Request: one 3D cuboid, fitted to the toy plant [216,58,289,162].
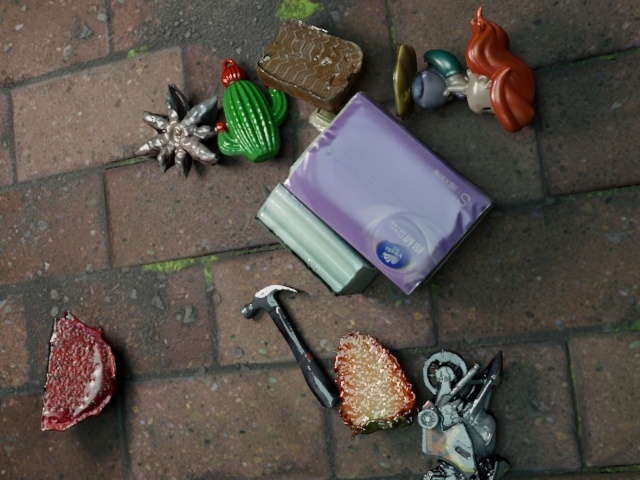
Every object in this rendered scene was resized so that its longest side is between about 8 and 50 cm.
[{"bbox_3d":[-0.144,-0.281,1.796,0.154,0.088,0.241,2,72,6],"label":"toy plant"}]

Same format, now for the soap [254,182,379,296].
[{"bbox_3d":[0.000,0.000,1.678,0.261,0.150,0.094,43,105,19],"label":"soap"}]

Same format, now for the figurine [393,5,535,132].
[{"bbox_3d":[0.278,-0.314,1.584,0.257,0.181,0.208,4,58,15],"label":"figurine"}]

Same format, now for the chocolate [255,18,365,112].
[{"bbox_3d":[-0.014,-0.354,1.733,0.214,0.093,0.148,29,81,20],"label":"chocolate"}]

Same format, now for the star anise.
[{"bbox_3d":[-0.301,-0.234,1.848,0.236,0.093,0.229,45,103,20],"label":"star anise"}]

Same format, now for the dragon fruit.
[{"bbox_3d":[-0.550,0.291,1.886,0.189,0.162,0.262,-5,80,50],"label":"dragon fruit"}]

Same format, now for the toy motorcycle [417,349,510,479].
[{"bbox_3d":[0.269,0.357,1.573,0.173,0.108,0.307,2,86,13],"label":"toy motorcycle"}]

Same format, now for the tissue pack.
[{"bbox_3d":[0.128,-0.092,1.605,0.338,0.160,0.242,41,100,9],"label":"tissue pack"}]

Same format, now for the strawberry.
[{"bbox_3d":[0.115,0.282,1.652,0.167,0.087,0.208,-14,65,22],"label":"strawberry"}]

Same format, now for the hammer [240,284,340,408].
[{"bbox_3d":[-0.042,0.217,1.739,0.137,0.037,0.290,-39,73,16],"label":"hammer"}]

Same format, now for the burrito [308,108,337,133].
[{"bbox_3d":[0.055,-0.213,1.730,0.188,0.045,0.058,40,126,17],"label":"burrito"}]
